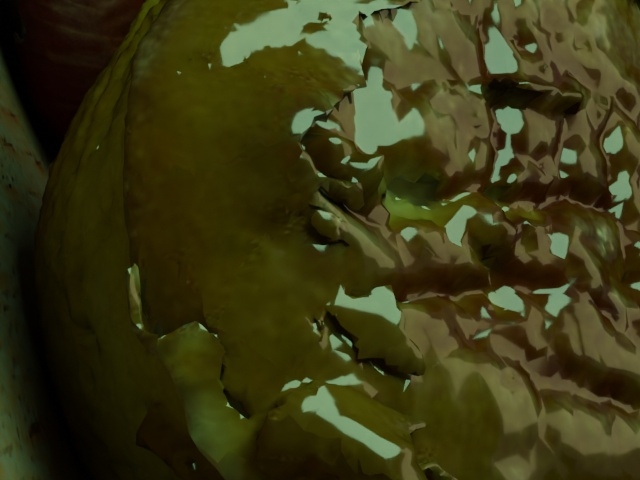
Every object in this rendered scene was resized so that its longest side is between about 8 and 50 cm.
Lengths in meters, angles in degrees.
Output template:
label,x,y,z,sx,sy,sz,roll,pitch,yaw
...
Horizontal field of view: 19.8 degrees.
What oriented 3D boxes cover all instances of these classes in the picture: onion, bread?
label,x,y,z,sx,sy,sz,roll,pitch,yaw
onion,-0.064,-0.141,0.984,0.230,0.163,0.230,2,90,-75
bread,0.046,0.019,0.768,0.337,0.204,0.358,45,48,-13
